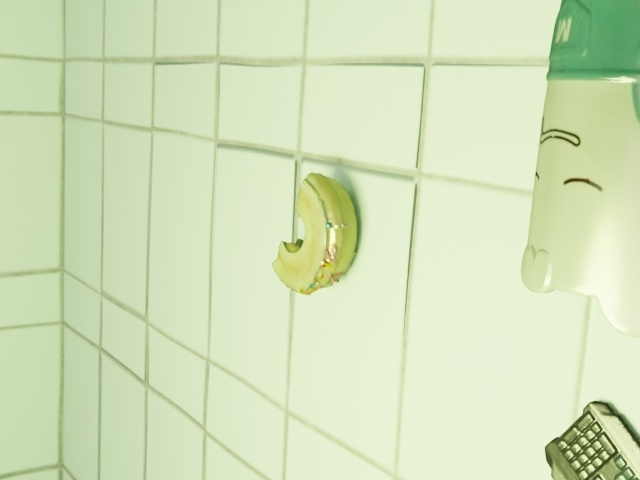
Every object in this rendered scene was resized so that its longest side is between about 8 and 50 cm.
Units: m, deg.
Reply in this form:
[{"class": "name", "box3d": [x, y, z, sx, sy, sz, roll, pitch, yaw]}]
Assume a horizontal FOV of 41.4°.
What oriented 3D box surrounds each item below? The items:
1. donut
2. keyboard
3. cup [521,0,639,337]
[{"class": "donut", "box3d": [0.001, 0.005, 1.088, 0.108, 0.065, 0.166, 54, 133, 37]}, {"class": "keyboard", "box3d": [0.292, 0.269, 0.736, 0.262, 0.016, 0.106, 59, 137, 33]}, {"class": "cup", "box3d": [0.258, -0.084, 0.606, 0.290, 0.219, 0.258, -106, 20, -79]}]
